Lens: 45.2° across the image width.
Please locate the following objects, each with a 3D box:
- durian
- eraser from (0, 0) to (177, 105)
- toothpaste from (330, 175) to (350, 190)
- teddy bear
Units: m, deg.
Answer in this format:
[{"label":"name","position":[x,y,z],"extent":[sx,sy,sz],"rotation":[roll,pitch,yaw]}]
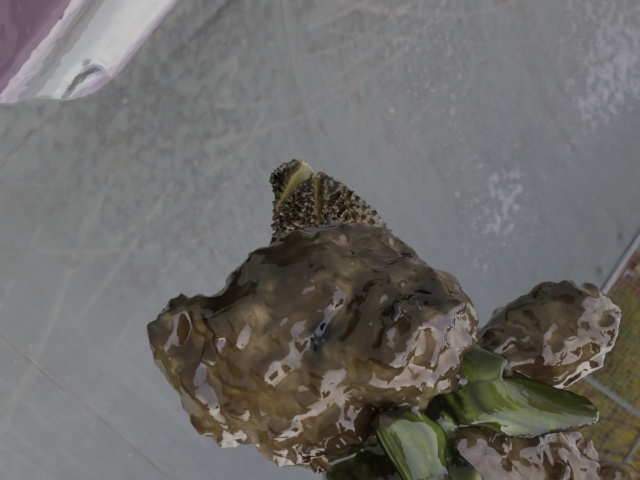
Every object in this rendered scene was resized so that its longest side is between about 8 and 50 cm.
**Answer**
[{"label":"durian","position":[-0.003,0.000,0.621],"extent":[0.071,0.110,0.140],"rotation":[-52,163,-12]},{"label":"eraser","position":[-0.192,-0.321,0.628],"extent":[0.359,0.272,0.122],"rotation":[-43,164,29]},{"label":"toothpaste","position":[0.070,0.018,0.766],"extent":[0.031,0.204,0.049],"rotation":[-35,-157,7]},{"label":"teddy bear","position":[0.088,0.098,0.365],"extent":[0.246,0.296,0.222],"rotation":[-41,120,-31]}]
